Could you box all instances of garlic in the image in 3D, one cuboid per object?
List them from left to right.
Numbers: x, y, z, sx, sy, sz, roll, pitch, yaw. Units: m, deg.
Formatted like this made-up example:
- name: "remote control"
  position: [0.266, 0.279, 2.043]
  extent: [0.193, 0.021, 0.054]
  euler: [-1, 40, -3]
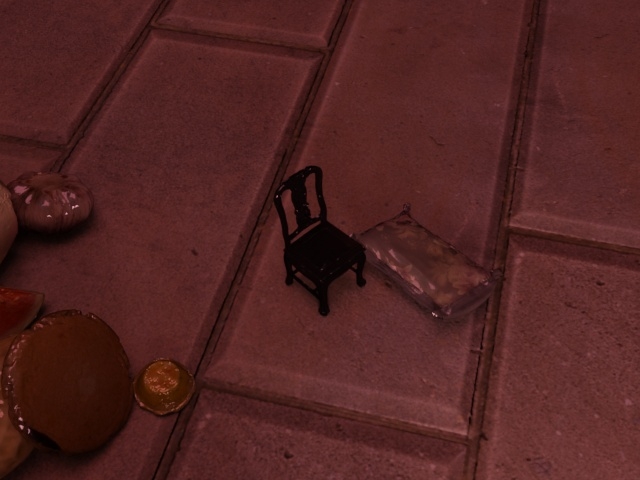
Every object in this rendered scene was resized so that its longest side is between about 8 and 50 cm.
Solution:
- name: "garlic"
  position: [-0.502, -0.067, 1.500]
  extent: [0.159, 0.102, 0.147]
  euler: [4, 35, -11]

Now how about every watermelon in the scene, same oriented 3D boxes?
- name: "watermelon"
  position: [-0.538, 0.120, 1.345]
  extent: [0.125, 0.094, 0.135]
  euler: [12, 55, 1]

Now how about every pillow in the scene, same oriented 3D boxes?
- name: "pillow"
  position: [0.182, 0.042, 1.421]
  extent: [0.169, 0.059, 0.255]
  euler: [-34, 55, -25]

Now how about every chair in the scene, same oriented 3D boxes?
- name: "chair"
  position: [0.000, 0.000, 1.349]
  extent: [0.106, 0.229, 0.113]
  euler: [-37, 56, -26]

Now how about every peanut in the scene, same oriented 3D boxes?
- name: "peanut"
  position: [-0.466, 0.240, 1.215]
  extent: [0.146, 0.147, 0.306]
  euler: [16, 53, 14]

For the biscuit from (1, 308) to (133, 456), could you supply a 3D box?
- name: "biscuit"
  position: [-0.371, 0.210, 1.201]
  extent: [0.042, 0.226, 0.226]
  euler: [-12, 40, 37]

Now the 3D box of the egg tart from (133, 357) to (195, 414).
- name: "egg tart"
  position: [-0.249, 0.225, 1.286]
  extent: [0.105, 0.039, 0.105]
  euler: [1, 49, -1]

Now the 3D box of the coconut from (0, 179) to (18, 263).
- name: "coconut"
  position: [-0.645, -0.037, 1.397]
  extent: [0.233, 0.233, 0.245]
  euler: [-29, 55, -22]
